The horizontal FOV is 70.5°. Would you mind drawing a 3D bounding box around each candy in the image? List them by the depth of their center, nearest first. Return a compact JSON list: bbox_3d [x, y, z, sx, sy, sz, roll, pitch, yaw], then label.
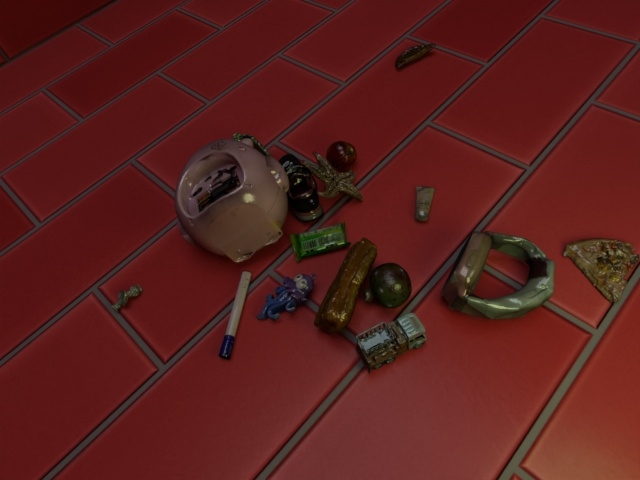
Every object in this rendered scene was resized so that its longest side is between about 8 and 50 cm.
[{"bbox_3d":[0.000,0.001,1.389,0.178,0.032,0.102,-15,51,1],"label":"candy"}]

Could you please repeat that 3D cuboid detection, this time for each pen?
[{"bbox_3d":[-0.239,0.204,1.286,0.033,0.033,0.269,2,56,11],"label":"pen"}]

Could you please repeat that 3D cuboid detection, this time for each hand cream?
[{"bbox_3d":[0.324,-0.119,1.416,0.061,0.039,0.143,4,51,15],"label":"hand cream"}]

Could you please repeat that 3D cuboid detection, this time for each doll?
[{"bbox_3d":[-0.094,0.160,1.276,0.206,0.067,0.110,-39,48,-5],"label":"doll"}]

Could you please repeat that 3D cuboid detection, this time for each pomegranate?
[{"bbox_3d":[0.181,0.121,1.218,0.130,0.130,0.130,-5,55,7],"label":"pomegranate"}]

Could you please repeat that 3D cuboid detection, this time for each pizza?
[{"bbox_3d":[0.756,0.072,1.198,0.185,0.052,0.195,-3,55,11],"label":"pizza"}]

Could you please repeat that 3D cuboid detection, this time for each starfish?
[{"bbox_3d":[0.039,-0.189,1.436,0.227,0.043,0.240,38,35,2],"label":"starfish"}]

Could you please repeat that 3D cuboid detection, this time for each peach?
[{"bbox_3d":[0.071,-0.292,1.549,0.101,0.101,0.101,-5,55,7],"label":"peach"}]

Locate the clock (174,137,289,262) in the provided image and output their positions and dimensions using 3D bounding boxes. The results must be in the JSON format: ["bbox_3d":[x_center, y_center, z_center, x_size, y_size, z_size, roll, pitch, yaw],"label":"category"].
[{"bbox_3d":[-0.286,-0.156,1.383,0.368,0.250,0.377,-32,49,7],"label":"clock"}]

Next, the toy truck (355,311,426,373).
[{"bbox_3d":[0.179,0.245,1.136,0.177,0.115,0.080,-25,55,-10],"label":"toy truck"}]

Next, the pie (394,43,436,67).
[{"bbox_3d":[0.376,-0.762,1.858,0.191,0.033,0.088,-31,48,-6],"label":"pie"}]

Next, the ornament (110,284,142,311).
[{"bbox_3d":[-0.589,0.171,1.365,0.092,0.041,0.068,-29,32,3],"label":"ornament"}]

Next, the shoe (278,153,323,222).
[{"bbox_3d":[-0.083,-0.193,1.474,0.114,0.137,0.291,-23,54,-7],"label":"shoe"}]

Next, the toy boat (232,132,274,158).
[{"bbox_3d":[-0.222,-0.283,1.590,0.108,0.099,0.293,-36,49,-14],"label":"toy boat"}]

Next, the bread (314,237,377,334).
[{"bbox_3d":[0.071,0.124,1.237,0.077,0.139,0.271,30,58,-7],"label":"bread"}]

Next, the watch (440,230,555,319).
[{"bbox_3d":[0.471,0.100,1.184,0.241,0.162,0.253,28,66,11],"label":"watch"}]
